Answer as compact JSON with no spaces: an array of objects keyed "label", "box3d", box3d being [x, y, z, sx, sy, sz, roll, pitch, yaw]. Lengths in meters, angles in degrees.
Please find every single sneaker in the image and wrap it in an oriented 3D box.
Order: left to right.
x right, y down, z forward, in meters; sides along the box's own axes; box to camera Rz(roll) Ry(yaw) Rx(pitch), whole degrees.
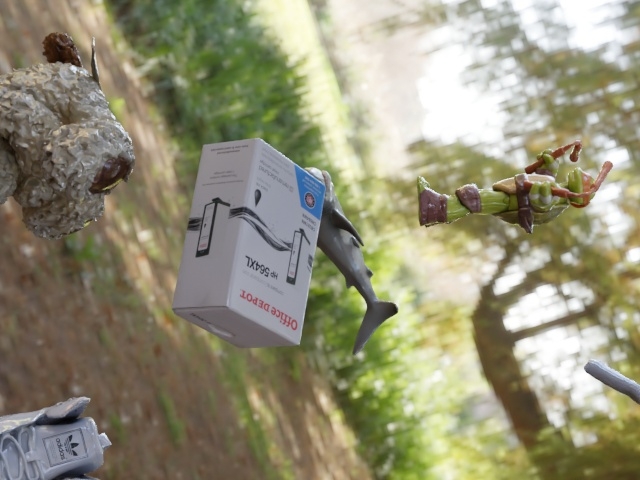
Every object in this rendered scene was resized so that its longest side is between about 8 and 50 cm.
[{"label":"sneaker","box3d":[-0.384,0.259,1.589,0.366,0.210,0.137,69,6,-78]}]

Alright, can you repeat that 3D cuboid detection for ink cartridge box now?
[{"label":"ink cartridge box","box3d":[-0.078,0.007,1.495,0.148,0.085,0.203,33,59,-51]}]

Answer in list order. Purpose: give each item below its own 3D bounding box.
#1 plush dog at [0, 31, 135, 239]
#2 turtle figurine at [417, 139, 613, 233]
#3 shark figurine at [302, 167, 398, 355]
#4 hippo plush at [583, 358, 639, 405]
[{"label":"plush dog","box3d":[-0.342,-0.106,1.380,0.262,0.225,0.211,-32,-105,66]},{"label":"turtle figurine","box3d":[0.223,-0.052,1.506,0.269,0.217,0.087,-61,144,-73]},{"label":"shark figurine","box3d":[0.007,0.016,1.907,0.278,0.116,0.166,64,-1,-17]},{"label":"hippo plush","box3d":[0.384,0.246,1.106,0.294,0.234,0.236,61,23,-19]}]
